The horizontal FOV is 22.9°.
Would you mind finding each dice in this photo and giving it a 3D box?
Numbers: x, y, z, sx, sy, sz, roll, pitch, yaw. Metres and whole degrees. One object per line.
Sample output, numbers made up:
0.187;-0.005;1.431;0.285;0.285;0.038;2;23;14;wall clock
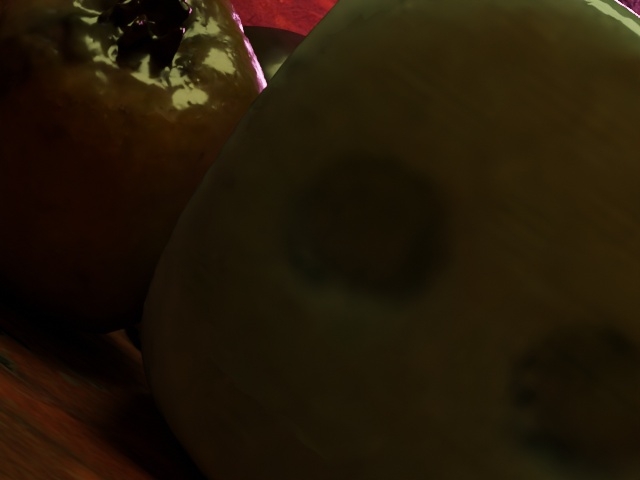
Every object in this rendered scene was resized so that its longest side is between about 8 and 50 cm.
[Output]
0.096;0.029;0.739;0.262;0.265;0.268;38;9;13;dice

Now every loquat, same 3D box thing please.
-0.113;-0.055;0.807;0.187;0.176;0.234;57;-25;12;loquat

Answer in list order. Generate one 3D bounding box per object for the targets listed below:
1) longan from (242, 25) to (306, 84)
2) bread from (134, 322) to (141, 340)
-0.066;-0.113;1.730;0.300;0.243;0.300;31;-11;6;longan
-0.066;0.034;0.983;0.128;0.088;0.232;22;13;-28;bread
